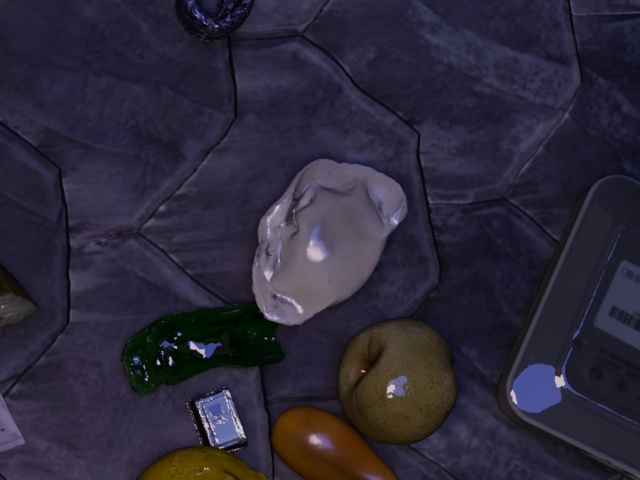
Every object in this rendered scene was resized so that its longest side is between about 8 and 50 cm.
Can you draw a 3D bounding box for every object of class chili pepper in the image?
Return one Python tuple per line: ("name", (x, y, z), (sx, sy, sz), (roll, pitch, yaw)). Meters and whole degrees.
("chili pepper", (-0.145, 0.132, 1.898), (0.224, 0.061, 0.098), (-16, 76, -10))

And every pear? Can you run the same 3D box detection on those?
("pear", (0.100, 0.181, 1.877), (0.136, 0.167, 0.167), (36, 74, -30))

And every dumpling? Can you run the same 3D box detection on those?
("dumpling", (0.000, 0.000, 1.910), (0.162, 0.132, 0.250), (43, 76, -3))

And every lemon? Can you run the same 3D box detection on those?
("lemon", (-0.157, 0.339, 1.797), (0.206, 0.173, 0.173), (-27, 83, 24))

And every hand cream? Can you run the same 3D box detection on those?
("hand cream", (-0.432, 0.203, 1.846), (0.084, 0.053, 0.142), (-19, 93, -13))

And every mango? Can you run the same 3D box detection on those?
("mango", (0.021, 0.276, 1.878), (0.184, 0.102, 0.085), (31, 56, -5))

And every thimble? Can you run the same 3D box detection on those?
("thimble", (-0.141, -0.323, 1.982), (0.095, 0.066, 0.104), (38, 73, -2))

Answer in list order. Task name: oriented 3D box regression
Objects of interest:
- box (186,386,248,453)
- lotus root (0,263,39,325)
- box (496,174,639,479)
("box", (-0.128, 0.232, 1.880), (0.060, 0.063, 0.084), (-18, 84, -13))
("lotus root", (-0.475, 0.089, 1.797), (0.235, 0.138, 0.119), (-31, 63, -18))
("box", (0.461, 0.141, 1.982), (0.367, 0.090, 0.373), (26, 75, -3))
